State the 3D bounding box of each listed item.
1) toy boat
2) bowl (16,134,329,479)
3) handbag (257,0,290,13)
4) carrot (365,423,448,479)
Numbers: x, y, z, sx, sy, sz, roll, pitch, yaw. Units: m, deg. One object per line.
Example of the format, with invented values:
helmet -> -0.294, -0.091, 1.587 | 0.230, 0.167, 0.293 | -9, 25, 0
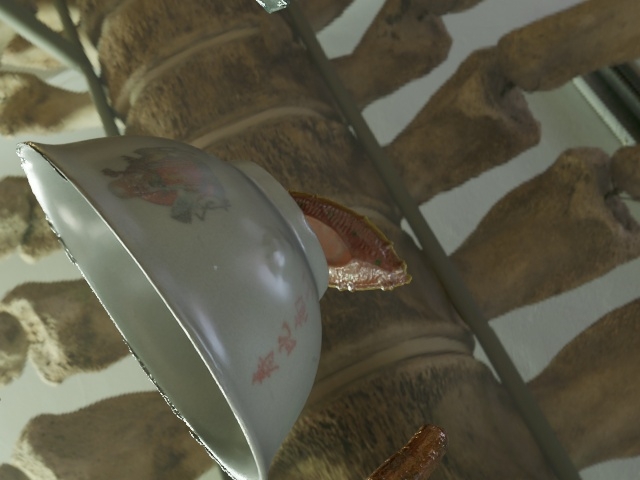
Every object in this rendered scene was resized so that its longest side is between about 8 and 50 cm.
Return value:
toy boat -> -0.004, -0.001, 1.326 | 0.318, 0.099, 0.141 | 23, -81, 23
bowl -> -0.095, 0.028, 0.702 | 0.157, 0.345, 0.345 | -35, -123, -20
handbag -> -0.139, -0.491, 1.396 | 0.062, 0.229, 0.179 | -50, -162, 1
carrot -> 0.098, 0.289, 0.996 | 0.060, 0.060, 0.186 | 29, -136, 27
